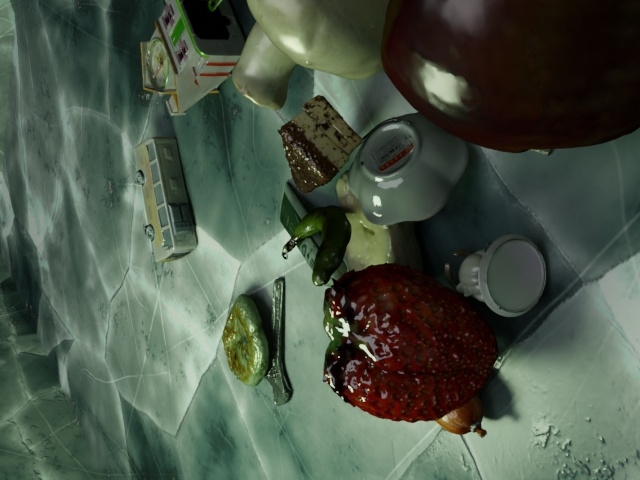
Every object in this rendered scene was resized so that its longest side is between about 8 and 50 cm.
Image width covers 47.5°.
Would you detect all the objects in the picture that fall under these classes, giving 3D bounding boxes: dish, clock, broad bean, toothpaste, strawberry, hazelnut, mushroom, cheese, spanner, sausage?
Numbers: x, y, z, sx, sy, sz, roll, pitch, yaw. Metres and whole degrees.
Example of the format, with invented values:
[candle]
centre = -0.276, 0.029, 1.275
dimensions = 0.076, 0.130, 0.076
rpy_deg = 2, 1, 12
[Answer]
[dish]
centre = 0.131, -0.140, 1.237
dimensions = 0.229, 0.081, 0.229
rpy_deg = -14, 61, 26
[clock]
centre = -0.334, -0.452, 1.785
dimensions = 0.309, 0.166, 0.235
rpy_deg = -42, 65, 49
[broad bean]
centre = 0.000, 0.000, 1.351
dimensions = 0.144, 0.049, 0.292
rpy_deg = -56, 19, 0
[toothpaste]
centre = -0.022, -0.003, 1.518
dimensions = 0.392, 0.061, 0.099
rpy_deg = -124, 40, -56
[strawberry]
centre = 0.146, 0.162, 1.211
dimensions = 0.238, 0.288, 0.250
rpy_deg = -90, -1, -74
[hazelnut]
centre = 0.269, -0.325, 0.896
dimensions = 0.402, 0.402, 0.429
rpy_deg = 29, 113, 46
[mushroom]
centre = -0.001, -0.389, 1.223
dimensions = 0.315, 0.315, 0.356
rpy_deg = 23, 89, 48
[cheese]
centre = 0.116, -0.010, 1.366
dimensions = 0.159, 0.093, 0.263
rpy_deg = 1, 99, 56
[spanner]
centre = -0.102, 0.247, 1.756
dimensions = 0.093, 0.026, 0.326
rpy_deg = 17, 110, 49
[sausage]
centre = 0.189, 0.245, 1.327
dimensions = 0.312, 0.093, 0.093
rpy_deg = 45, 130, 37

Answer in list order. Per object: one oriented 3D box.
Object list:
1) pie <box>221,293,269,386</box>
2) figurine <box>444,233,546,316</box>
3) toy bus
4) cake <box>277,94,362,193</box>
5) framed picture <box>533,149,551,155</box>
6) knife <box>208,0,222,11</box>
[pie]
centre = -0.191, 0.249, 1.828
dimensions = 0.240, 0.054, 0.241
rpy_deg = 25, 118, 59
[figurine]
centre = 0.267, 0.050, 1.178
dimensions = 0.153, 0.132, 0.132
rpy_deg = -176, 79, -66
[toy bus]
centre = -0.436, -0.116, 2.053
dimensions = 0.138, 0.097, 0.343
rpy_deg = -18, 82, 45
[cake]
centre = 0.013, -0.143, 1.383
dimensions = 0.135, 0.112, 0.246
rpy_deg = 44, 166, 24
[framed picture]
centre = 0.273, -0.246, 1.137
dimensions = 0.231, 0.010, 0.173
rpy_deg = 24, 119, 34
[knife]
centre = -0.194, -0.575, 1.640
dimensions = 0.166, 0.022, 0.078
rpy_deg = -29, 67, 21
